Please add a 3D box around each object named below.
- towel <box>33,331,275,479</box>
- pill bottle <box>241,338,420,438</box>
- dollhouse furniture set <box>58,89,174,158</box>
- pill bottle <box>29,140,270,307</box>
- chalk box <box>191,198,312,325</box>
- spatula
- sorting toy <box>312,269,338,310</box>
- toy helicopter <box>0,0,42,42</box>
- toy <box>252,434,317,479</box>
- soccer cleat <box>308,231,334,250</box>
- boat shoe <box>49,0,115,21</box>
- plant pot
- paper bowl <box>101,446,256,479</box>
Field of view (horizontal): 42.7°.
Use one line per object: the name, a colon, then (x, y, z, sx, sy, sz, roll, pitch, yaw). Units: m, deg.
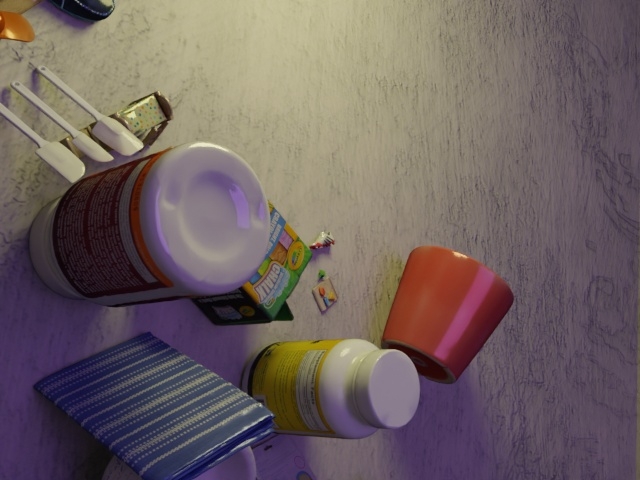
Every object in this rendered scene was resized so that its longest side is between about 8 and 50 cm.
towel: (-0.267, 0.269, 1.326, 0.243, 0.336, 0.040, -22, 127, -44)
pill bottle: (0.019, 0.285, 1.578, 0.188, 0.334, 0.188, 9, 77, -44)
dollhouse furniture set: (-0.335, -0.154, 1.465, 0.182, 0.101, 0.161, -42, 112, -40)
pill bottle: (-0.283, -0.012, 1.288, 0.224, 0.392, 0.224, 9, 77, -44)
chalk box: (-0.151, 0.044, 1.562, 0.289, 0.180, 0.179, 51, 52, -28)
spatula: (-0.429, -0.197, 1.348, 0.242, 0.019, 0.168, 38, 48, 13)
sorting toy: (0.008, 0.108, 1.823, 0.062, 0.012, 0.083, -36, 108, -42)
toy helicopter: (-0.511, -0.325, 1.225, 0.140, 0.235, 0.355, 56, 50, -22)
toy: (-0.059, 0.515, 1.635, 0.137, 0.056, 0.237, -16, 64, -53)
soccer cleat: (0.000, 0.000, 1.825, 0.083, 0.029, 0.035, -14, 84, -48)
boat shoe: (-0.458, -0.475, 1.405, 0.258, 0.089, 0.109, 34, 61, -36)
plant pot: (0.280, 0.185, 1.923, 0.275, 0.275, 0.243, 43, 67, -32)
paper bowl: (-0.256, 0.424, 1.378, 0.284, 0.148, 0.284, -26, 126, -42)
